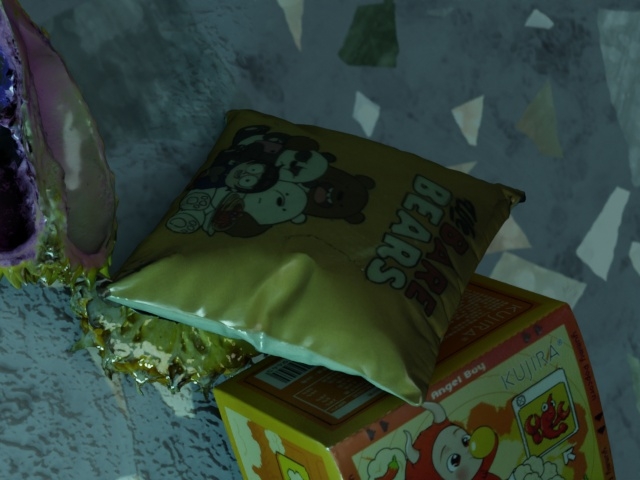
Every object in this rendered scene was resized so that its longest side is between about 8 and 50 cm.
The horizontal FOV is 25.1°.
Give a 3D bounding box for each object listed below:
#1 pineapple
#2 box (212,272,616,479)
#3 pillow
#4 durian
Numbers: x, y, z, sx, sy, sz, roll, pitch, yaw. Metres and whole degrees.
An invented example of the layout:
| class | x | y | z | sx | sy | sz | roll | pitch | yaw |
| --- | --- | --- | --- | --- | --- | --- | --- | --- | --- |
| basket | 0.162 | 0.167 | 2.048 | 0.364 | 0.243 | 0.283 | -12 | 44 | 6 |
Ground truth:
| class | x | y | z | sx | sy | sz | roll | pitch | yaw |
| --- | --- | --- | --- | --- | --- | --- | --- | --- | --- |
| pineapple | -0.121 | 0.089 | 1.367 | 0.233 | 0.079 | 0.135 | -10 | 81 | -22 |
| box | 0.098 | 0.205 | 1.343 | 0.283 | 0.214 | 0.259 | -28 | 113 | -25 |
| pillow | 0.000 | 0.000 | 1.307 | 0.312 | 0.119 | 0.310 | 18 | 39 | 12 |
| durian | -0.262 | -0.078 | 1.294 | 0.186 | 0.154 | 0.260 | 10 | 72 | -47 |
